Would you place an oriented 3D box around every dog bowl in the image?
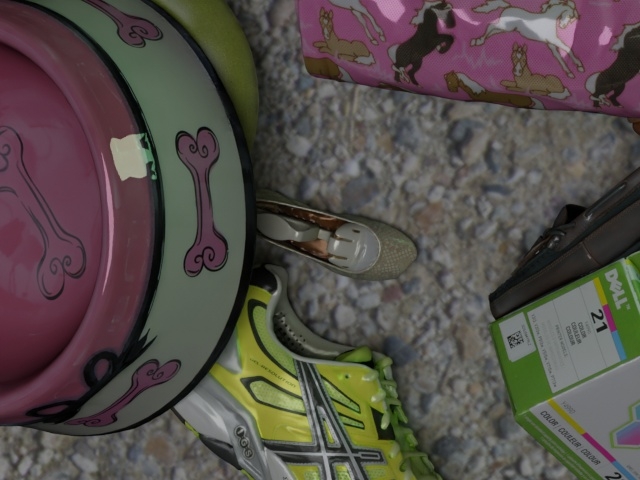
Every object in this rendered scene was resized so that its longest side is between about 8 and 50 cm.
[{"bbox_3d":[-0.261,-0.025,1.613,0.408,0.150,0.408,3,95,32],"label":"dog bowl"}]

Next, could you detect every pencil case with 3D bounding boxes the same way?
[{"bbox_3d":[0.172,-0.189,1.506,0.386,0.160,0.167,10,107,21],"label":"pencil case"}]

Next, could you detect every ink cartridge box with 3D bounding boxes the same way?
[{"bbox_3d":[0.293,0.088,1.522,0.255,0.189,0.097,-28,50,19],"label":"ink cartridge box"}]

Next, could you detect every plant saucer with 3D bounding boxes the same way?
[{"bbox_3d":[-0.162,-0.121,1.652,0.241,0.037,0.241,3,96,32],"label":"plant saucer"}]

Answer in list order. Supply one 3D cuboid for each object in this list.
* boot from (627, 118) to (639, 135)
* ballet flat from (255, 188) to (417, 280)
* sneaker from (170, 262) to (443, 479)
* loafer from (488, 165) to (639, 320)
[{"bbox_3d":[0.354,-0.053,1.552,0.197,0.073,0.152,-4,103,18],"label":"boot"},{"bbox_3d":[0.000,0.000,1.661,0.168,0.052,0.057,16,103,11],"label":"ballet flat"},{"bbox_3d":[0.026,0.182,1.639,0.384,0.145,0.147,42,107,3],"label":"sneaker"},{"bbox_3d":[0.241,-0.010,1.567,0.267,0.096,0.084,-32,74,36],"label":"loafer"}]
